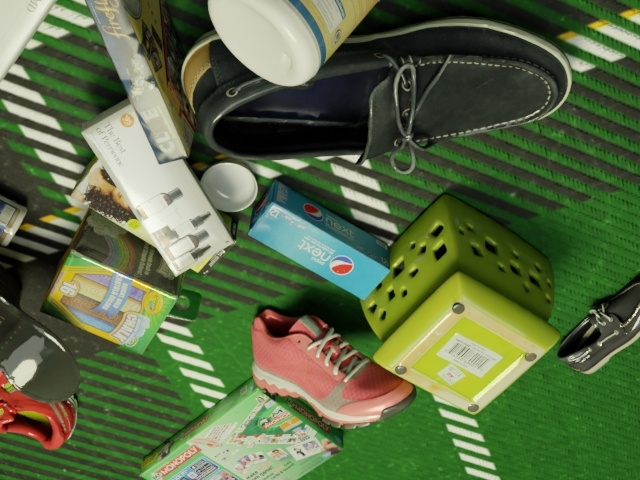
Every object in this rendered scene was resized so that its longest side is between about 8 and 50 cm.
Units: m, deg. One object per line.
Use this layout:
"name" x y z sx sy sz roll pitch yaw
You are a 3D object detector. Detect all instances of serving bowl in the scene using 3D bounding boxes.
"serving bowl" -0.132 -0.083 1.265 0.083 0.027 0.083 0 125 0

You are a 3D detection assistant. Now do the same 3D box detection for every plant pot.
"plant pot" 0.208 0.108 1.294 0.228 0.207 0.227 30 120 -19

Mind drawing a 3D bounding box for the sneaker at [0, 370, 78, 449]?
"sneaker" -0.528 0.254 1.446 0.279 0.118 0.107 34 118 -22

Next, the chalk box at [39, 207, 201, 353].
"chalk box" -0.283 0.067 1.307 0.213 0.132 0.132 28 120 -17

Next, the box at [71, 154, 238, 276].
"box" -0.238 -0.045 1.274 0.232 0.058 0.087 32 119 -21

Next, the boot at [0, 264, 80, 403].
"boot" -0.457 0.107 1.288 0.091 0.229 0.263 -42 110 -5

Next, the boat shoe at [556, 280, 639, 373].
"boat shoe" 0.456 0.137 1.395 0.065 0.075 0.206 19 128 -17

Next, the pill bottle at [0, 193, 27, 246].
"pill bottle" -0.495 -0.046 1.266 0.120 0.067 0.067 30 120 -19

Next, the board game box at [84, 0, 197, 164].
"board game box" -0.214 -0.239 1.072 0.042 0.165 0.243 -13 124 9

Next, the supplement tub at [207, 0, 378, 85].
"supplement tub" -0.012 -0.285 0.963 0.200 0.144 0.144 -51 120 -20

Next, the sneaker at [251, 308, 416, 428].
"sneaker" 0.001 0.186 1.337 0.313 0.116 0.136 11 122 39

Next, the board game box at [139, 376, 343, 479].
"board game box" -0.144 0.389 1.588 0.317 0.046 0.213 -38 116 24

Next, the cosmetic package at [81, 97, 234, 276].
"cosmetic package" -0.220 -0.076 1.192 0.099 0.060 0.239 -31 113 -3

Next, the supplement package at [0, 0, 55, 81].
"supplement package" -0.384 -0.297 1.005 0.145 0.204 0.262 34 118 -22

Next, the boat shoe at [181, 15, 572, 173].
"boat shoe" 0.078 -0.175 1.098 0.500 0.156 0.187 -1 139 -8

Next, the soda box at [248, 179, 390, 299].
"soda box" 0.000 0.000 1.297 0.210 0.067 0.071 30 120 -17
